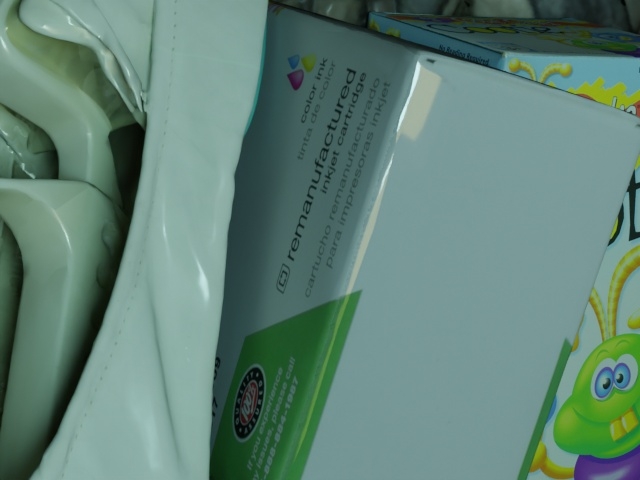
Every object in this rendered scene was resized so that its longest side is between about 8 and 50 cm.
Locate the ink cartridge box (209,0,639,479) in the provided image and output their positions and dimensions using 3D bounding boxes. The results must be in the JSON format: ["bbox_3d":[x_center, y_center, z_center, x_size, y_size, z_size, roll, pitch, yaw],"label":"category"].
[{"bbox_3d":[0.000,0.000,0.695,0.117,0.278,0.201,13,99,-26],"label":"ink cartridge box"}]

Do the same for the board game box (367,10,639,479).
[{"bbox_3d":[0.105,0.021,0.831,0.144,0.142,0.275,-2,107,-26],"label":"board game box"}]

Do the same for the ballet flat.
[{"bbox_3d":[-0.103,-0.028,0.619,0.139,0.139,0.400,17,64,-30],"label":"ballet flat"}]
